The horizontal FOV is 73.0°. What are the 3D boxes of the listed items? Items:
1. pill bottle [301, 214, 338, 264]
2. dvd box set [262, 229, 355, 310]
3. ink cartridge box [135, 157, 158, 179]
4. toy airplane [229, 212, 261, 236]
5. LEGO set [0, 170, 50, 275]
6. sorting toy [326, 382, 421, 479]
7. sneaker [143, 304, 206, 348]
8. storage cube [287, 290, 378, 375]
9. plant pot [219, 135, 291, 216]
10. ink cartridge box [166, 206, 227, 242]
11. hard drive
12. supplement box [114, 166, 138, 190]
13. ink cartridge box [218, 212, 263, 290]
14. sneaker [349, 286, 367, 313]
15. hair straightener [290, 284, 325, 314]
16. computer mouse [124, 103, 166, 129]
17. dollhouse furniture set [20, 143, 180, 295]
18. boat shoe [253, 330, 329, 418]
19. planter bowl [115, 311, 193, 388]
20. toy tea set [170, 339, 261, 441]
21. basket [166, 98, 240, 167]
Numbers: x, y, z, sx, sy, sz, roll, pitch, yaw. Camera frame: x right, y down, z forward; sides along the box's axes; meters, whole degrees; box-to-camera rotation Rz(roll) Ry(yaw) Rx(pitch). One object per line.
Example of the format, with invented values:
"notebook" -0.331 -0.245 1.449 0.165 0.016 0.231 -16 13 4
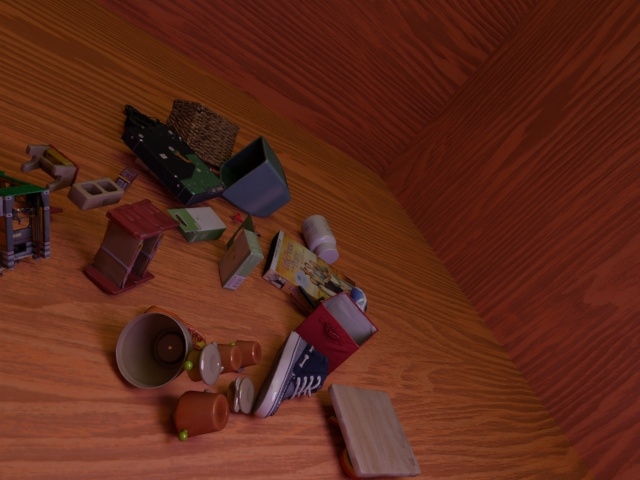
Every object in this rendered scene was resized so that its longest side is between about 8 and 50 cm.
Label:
"pill bottle" 0.000 0.000 1.993 0.131 0.131 0.229 23 30 -38
"dvd box set" -0.030 0.159 1.754 0.420 0.062 0.308 36 24 -15
"ink cartridge box" -0.605 -0.284 1.621 0.135 0.056 0.099 38 24 -11
"toy airplane" -0.301 -0.062 1.754 0.151 0.028 0.151 35 22 -17
"LEGO set" -0.732 -0.019 0.881 0.254 0.192 0.331 14 18 8
"sorting toy" 0.135 0.570 1.266 0.255 0.089 0.257 24 30 -37
"sneaker" -0.369 0.219 1.117 0.175 0.064 0.067 38 13 -18
"storage cube" 0.041 0.311 1.438 0.184 0.193 0.215 48 25 14
"plant pot" -0.263 -0.252 1.891 0.252 0.247 0.248 46 17 -37
"ink cartridge box" -0.433 -0.054 1.486 0.109 0.062 0.209 48 24 14
"hard drive" -0.527 -0.279 1.587 0.339 0.064 0.237 45 24 2
"supplement box" -0.641 -0.197 1.415 0.043 0.055 0.083 35 25 -20
"ink cartridge box" -0.279 0.027 1.452 0.056 0.171 0.235 22 30 -38
"sneaker" 0.120 0.268 1.629 0.081 0.080 0.211 25 55 -26
"hair straightener" -0.004 0.247 1.587 0.230 0.089 0.047 46 -14 -6
"computer mouse" -0.715 -0.453 1.741 0.188 0.072 0.272 27 15 -28
"dollhouse furniture set" -0.579 -0.061 1.113 0.374 0.201 0.152 38 23 5
"boat shoe" -0.064 0.391 1.208 0.158 0.127 0.340 33 23 -2
"planter bowl" -0.360 0.247 0.987 0.162 0.162 0.109 48 -2 13
"toy tea set" -0.252 0.337 1.040 0.336 0.124 0.200 26 57 -73
"basket" -0.544 -0.467 1.935 0.213 0.223 0.299 16 0 25
